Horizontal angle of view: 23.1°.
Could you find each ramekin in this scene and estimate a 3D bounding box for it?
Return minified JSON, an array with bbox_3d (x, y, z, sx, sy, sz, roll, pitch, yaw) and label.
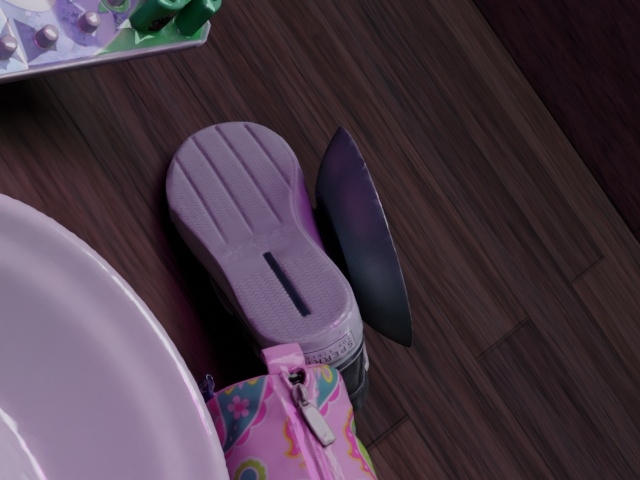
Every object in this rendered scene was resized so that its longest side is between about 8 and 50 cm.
[{"bbox_3d":[-0.188,0.118,0.862,0.277,0.135,0.277,43,25,-26],"label":"ramekin"}]

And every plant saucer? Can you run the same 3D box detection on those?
[{"bbox_3d":[0.029,0.002,1.311,0.195,0.037,0.195,162,-90,-85],"label":"plant saucer"}]

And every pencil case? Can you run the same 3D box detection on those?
[{"bbox_3d":[-0.001,0.219,1.105,0.124,0.124,0.284,24,39,-51],"label":"pencil case"}]

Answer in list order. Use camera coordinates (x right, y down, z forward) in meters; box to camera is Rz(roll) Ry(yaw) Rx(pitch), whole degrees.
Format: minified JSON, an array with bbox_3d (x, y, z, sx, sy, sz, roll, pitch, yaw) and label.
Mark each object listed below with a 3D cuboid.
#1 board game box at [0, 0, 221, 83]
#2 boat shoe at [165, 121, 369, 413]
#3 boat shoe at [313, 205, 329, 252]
[{"bbox_3d":[-0.292,-0.295,1.128,0.390,0.050,0.390,-18,77,-44],"label":"board game box"},{"bbox_3d":[-0.049,0.025,1.318,0.335,0.121,0.119,-115,-171,-50],"label":"boat shoe"},{"bbox_3d":[0.000,0.000,1.463,0.152,0.049,0.056,54,18,-82],"label":"boat shoe"}]
